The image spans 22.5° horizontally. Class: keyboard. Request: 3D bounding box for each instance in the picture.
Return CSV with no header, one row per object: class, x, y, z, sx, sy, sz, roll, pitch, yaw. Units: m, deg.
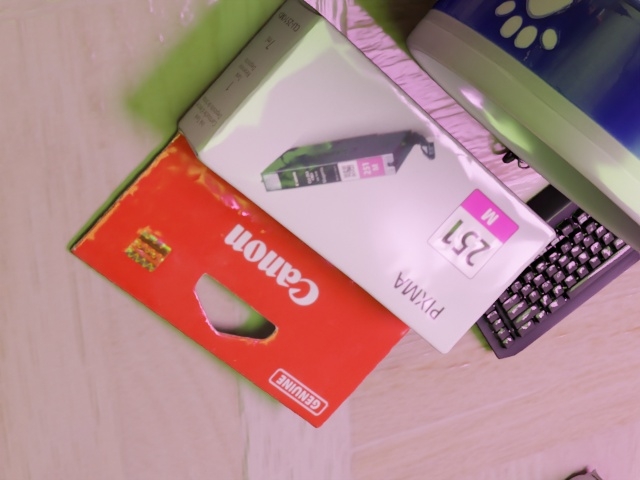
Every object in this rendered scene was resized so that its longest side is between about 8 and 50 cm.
keyboard,0.234,-0.052,1.288,0.317,0.033,0.201,-39,129,-4

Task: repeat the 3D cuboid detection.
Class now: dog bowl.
dog bowl,0.189,-0.088,1.090,0.104,0.265,0.265,-50,129,3

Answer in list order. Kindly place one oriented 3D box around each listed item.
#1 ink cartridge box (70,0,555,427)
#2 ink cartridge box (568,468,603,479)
ink cartridge box,0.000,0.000,1.158,0.239,0.060,0.275,-48,123,4
ink cartridge box,0.247,0.397,1.502,0.223,0.129,0.307,-36,129,-4
